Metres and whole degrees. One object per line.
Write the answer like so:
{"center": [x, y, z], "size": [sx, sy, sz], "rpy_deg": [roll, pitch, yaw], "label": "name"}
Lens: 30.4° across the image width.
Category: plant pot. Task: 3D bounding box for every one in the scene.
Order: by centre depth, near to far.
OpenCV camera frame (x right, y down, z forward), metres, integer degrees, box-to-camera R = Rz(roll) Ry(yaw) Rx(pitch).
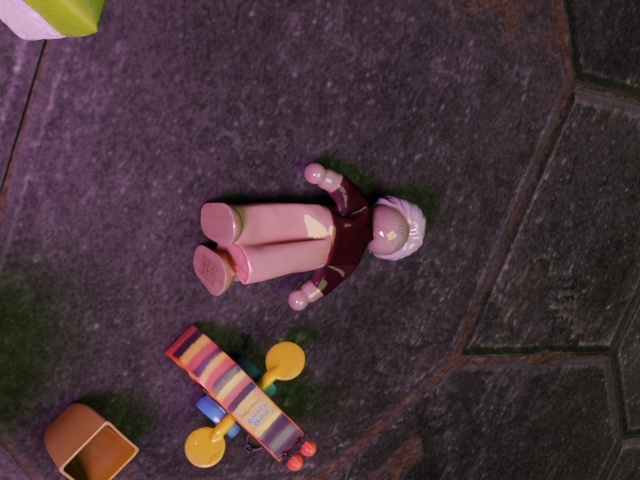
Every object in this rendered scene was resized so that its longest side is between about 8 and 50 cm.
{"center": [-0.291, 0.247, 1.446], "size": [0.081, 0.083, 0.081], "rpy_deg": [-45, 139, -11], "label": "plant pot"}

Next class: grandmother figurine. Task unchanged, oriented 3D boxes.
{"center": [0.000, 0.000, 1.554], "size": [0.342, 0.104, 0.208], "rpy_deg": [-9, 130, -37], "label": "grandmother figurine"}

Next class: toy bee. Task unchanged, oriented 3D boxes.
{"center": [-0.076, 0.227, 1.583], "size": [0.298, 0.162, 0.195], "rpy_deg": [24, 97, -49], "label": "toy bee"}

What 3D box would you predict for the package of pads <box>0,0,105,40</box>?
{"center": [-0.278, -0.342, 0.987], "size": [0.296, 0.101, 0.229], "rpy_deg": [44, 51, -49], "label": "package of pads"}
